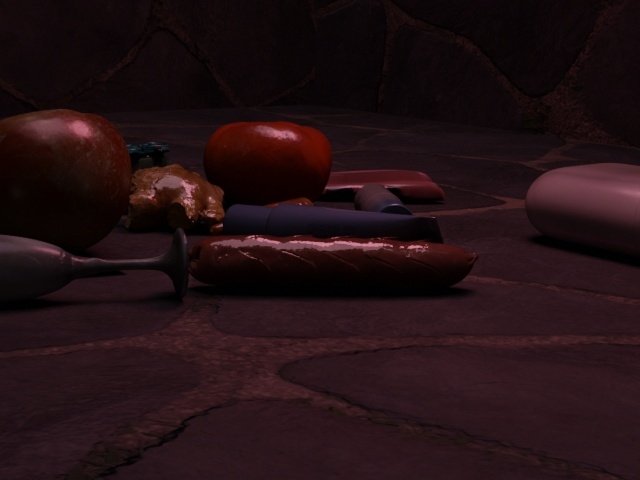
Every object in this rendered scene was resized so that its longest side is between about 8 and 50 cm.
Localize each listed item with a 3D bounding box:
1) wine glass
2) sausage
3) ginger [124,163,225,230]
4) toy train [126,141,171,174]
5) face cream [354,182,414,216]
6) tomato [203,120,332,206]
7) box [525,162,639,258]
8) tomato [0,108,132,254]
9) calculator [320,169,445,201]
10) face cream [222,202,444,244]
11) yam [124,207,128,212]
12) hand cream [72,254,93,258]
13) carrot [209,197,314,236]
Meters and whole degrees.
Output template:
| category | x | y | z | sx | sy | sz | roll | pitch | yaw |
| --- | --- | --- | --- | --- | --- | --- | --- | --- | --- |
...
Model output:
| category | x | y | z | sx | sy | sz | roll | pitch | yaw |
| --- | --- | --- | --- | --- | --- | --- | --- | --- | --- |
| wine glass | -0.360 | 0.015 | 1.612 | 0.310 | 0.096 | 0.264 | -2 | 14 | -17 |
| sausage | 0.024 | 0.034 | 1.659 | 0.433 | 0.088 | 0.088 | 0 | 12 | -10 |
| ginger | -0.276 | -0.073 | 2.057 | 0.216 | 0.102 | 0.157 | 6 | 38 | -6 |
| toy train | -0.400 | -0.142 | 2.340 | 0.163 | 0.112 | 0.203 | 2 | 8 | 25 |
| face cream | 0.113 | -0.049 | 2.082 | 0.077 | 0.077 | 0.250 | 1 | 10 | -7 |
| tomato | -0.099 | -0.146 | 2.252 | 0.260 | 0.180 | 0.260 | 5 | 10 | -1 |
| box | 0.565 | -0.055 | 2.060 | 0.289 | 0.141 | 0.349 | -7 | 14 | -42 |
| tomato | -0.423 | -0.081 | 1.773 | 0.270 | 0.222 | 0.270 | -13 | -2 | 0 |
| calculator | 0.096 | -0.120 | 2.503 | 0.330 | 0.048 | 0.220 | -1 | 13 | -5 |
| face cream | 0.021 | -0.007 | 1.816 | 0.385 | 0.135 | 0.086 | 7 | 51 | 29 |
| yam | -0.360 | -0.061 | 2.170 | 0.234 | 0.029 | 0.027 | 3 | 53 | -5 |
| hand cream | -0.385 | 0.034 | 1.667 | 0.210 | 0.043 | 0.067 | 1 | 6 | -37 |
| carrot | -0.107 | -0.033 | 2.027 | 0.210 | 0.061 | 0.061 | -11 | 18 | -37 |
